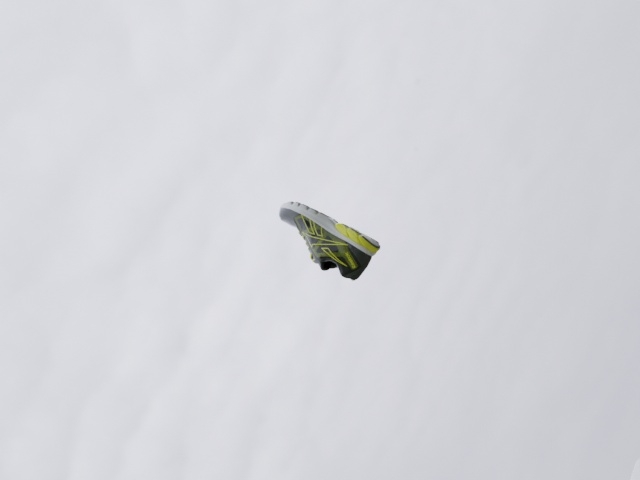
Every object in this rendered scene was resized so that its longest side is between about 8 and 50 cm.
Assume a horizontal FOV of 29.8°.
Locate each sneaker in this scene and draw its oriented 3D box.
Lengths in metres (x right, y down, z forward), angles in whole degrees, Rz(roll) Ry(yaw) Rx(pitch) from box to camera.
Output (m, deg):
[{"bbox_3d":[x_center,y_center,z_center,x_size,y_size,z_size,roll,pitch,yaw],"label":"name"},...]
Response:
[{"bbox_3d":[0.000,0.000,0.817,0.031,0.083,0.035,25,-89,-55],"label":"sneaker"}]

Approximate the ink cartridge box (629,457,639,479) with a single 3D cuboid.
[{"bbox_3d":[0.282,0.187,0.689,0.283,0.207,0.117,-10,-97,-72],"label":"ink cartridge box"}]
